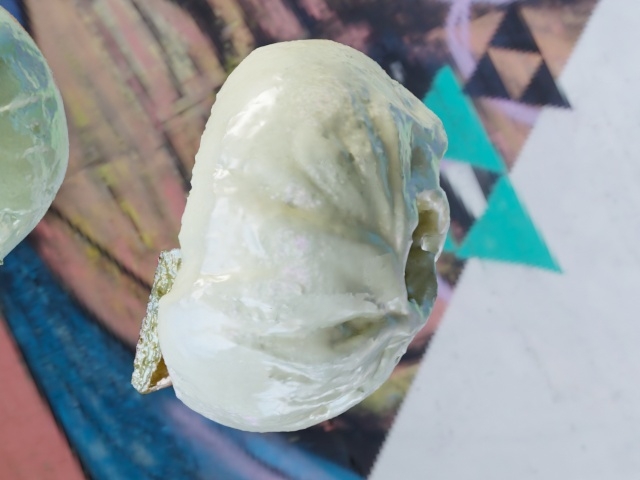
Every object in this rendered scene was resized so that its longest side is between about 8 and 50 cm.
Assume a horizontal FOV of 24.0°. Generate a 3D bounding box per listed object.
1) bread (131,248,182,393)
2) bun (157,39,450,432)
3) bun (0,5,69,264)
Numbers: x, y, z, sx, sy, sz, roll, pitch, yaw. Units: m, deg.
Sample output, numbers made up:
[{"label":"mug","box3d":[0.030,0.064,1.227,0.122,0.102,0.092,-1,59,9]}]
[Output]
[{"label":"bread","box3d":[-0.140,0.095,1.494,0.136,0.054,0.154,-56,-38,-16]},{"label":"bun","box3d":[0.000,0.000,1.313,0.219,0.365,0.365,11,-126,6]},{"label":"bun","box3d":[-0.371,-0.093,1.405,0.293,0.187,0.293,-5,-77,-21]}]
